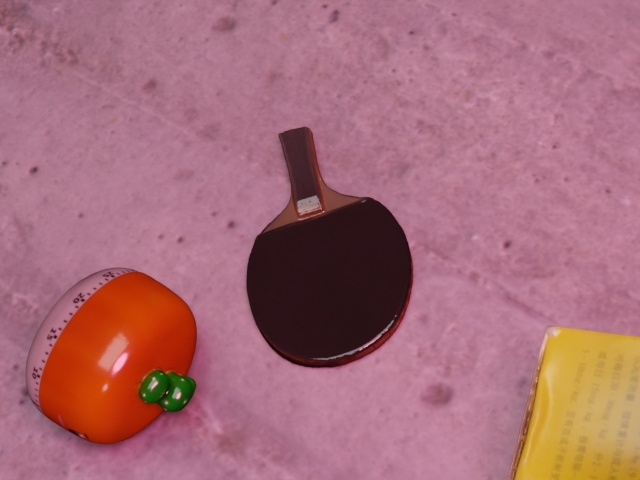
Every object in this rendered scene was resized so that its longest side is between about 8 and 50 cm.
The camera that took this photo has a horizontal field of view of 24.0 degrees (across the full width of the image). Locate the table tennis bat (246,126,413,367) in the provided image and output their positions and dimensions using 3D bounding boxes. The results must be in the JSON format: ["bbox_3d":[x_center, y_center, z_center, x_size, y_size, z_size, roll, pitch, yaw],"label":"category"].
[{"bbox_3d":[0.000,0.000,1.161,0.130,0.019,0.220,-18,55,7],"label":"table tennis bat"}]

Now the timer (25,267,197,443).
[{"bbox_3d":[-0.143,0.091,1.109,0.136,0.099,0.136,-5,70,14],"label":"timer"}]

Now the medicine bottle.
[{"bbox_3d":[0.249,0.148,0.896,0.250,0.137,0.141,5,60,25],"label":"medicine bottle"}]
